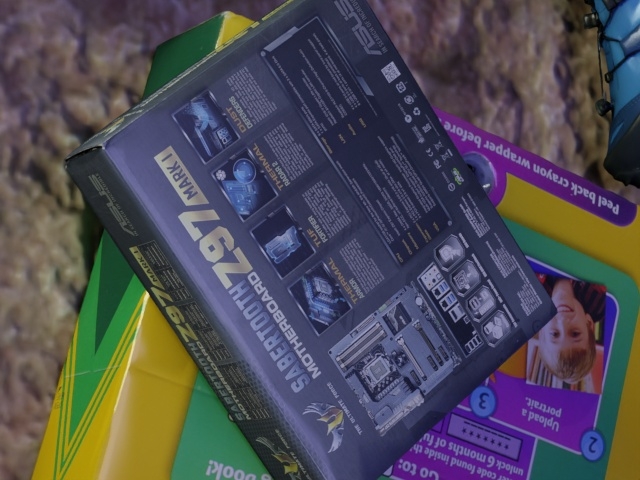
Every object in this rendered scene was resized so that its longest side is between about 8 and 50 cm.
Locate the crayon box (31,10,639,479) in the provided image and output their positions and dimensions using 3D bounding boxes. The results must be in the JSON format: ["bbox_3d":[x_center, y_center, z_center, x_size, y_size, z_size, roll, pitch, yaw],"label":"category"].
[{"bbox_3d":[0.035,0.083,1.083,0.363,0.106,0.313,23,72,-26],"label":"crayon box"}]

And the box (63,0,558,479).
[{"bbox_3d":[0.000,0.000,0.978,0.183,0.059,0.233,-40,102,-29],"label":"box"}]

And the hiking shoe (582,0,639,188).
[{"bbox_3d":[0.209,-0.188,1.256,0.132,0.113,0.304,8,83,0],"label":"hiking shoe"}]
